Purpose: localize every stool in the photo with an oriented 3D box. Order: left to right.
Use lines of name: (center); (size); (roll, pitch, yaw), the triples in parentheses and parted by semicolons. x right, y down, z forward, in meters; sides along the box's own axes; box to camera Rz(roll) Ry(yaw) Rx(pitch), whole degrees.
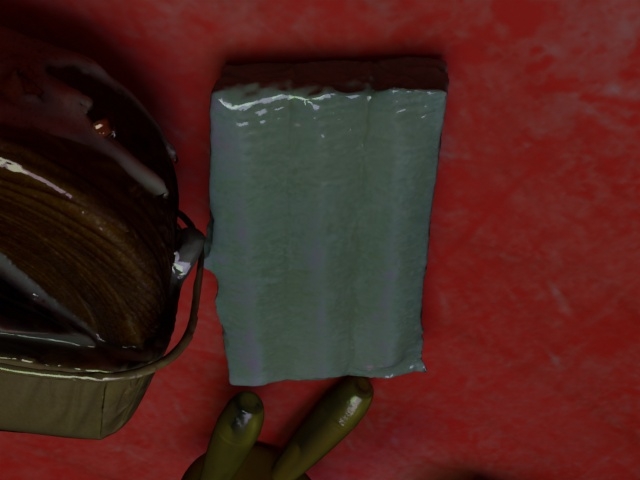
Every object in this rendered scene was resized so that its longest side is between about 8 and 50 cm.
stool: (-0.019, 0.152, 0.896); (0.134, 0.135, 0.110); (35, 136, -8)

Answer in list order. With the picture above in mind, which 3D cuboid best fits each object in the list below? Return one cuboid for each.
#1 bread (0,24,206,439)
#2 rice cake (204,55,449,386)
bread: (-0.167, 0.004, 0.699); (0.224, 0.142, 0.212); (7, 138, -3)
rice cake: (0.000, 0.000, 0.785); (0.127, 0.043, 0.237); (-2, 137, 0)
